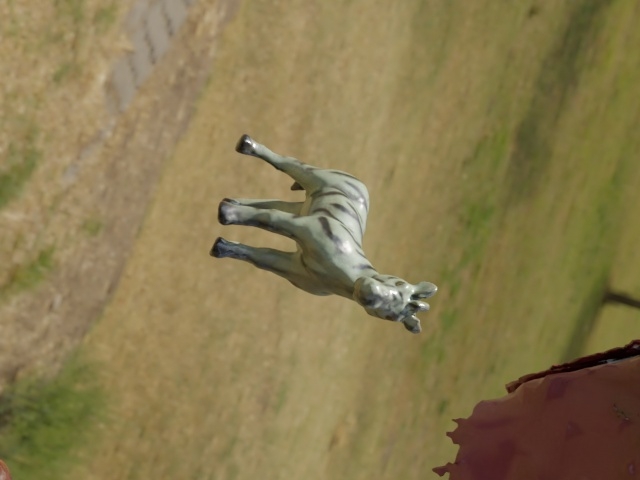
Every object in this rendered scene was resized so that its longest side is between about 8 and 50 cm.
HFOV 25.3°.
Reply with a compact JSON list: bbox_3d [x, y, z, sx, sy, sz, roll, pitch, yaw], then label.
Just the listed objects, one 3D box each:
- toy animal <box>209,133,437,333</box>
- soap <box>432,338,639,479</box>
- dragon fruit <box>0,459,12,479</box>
[{"bbox_3d":[-0.016,0.000,1.267,0.255,0.170,0.089,-112,-144,-52],"label":"toy animal"},{"bbox_3d":[0.129,0.179,0.655,0.112,0.182,0.289,23,84,-74],"label":"soap"},{"bbox_3d":[-0.271,0.281,1.069,0.329,0.228,0.286,64,2,-8],"label":"dragon fruit"}]
